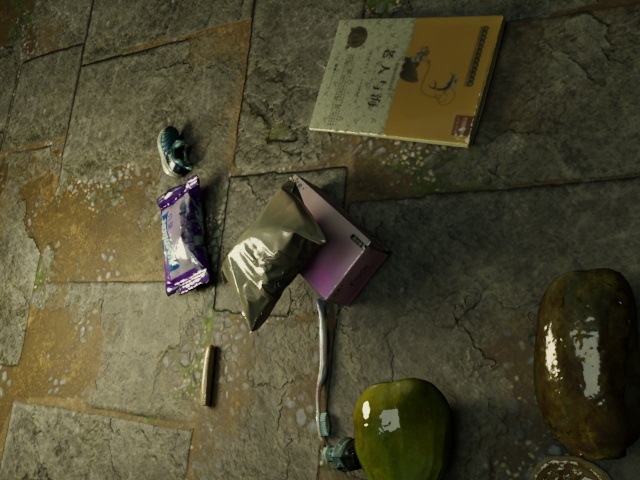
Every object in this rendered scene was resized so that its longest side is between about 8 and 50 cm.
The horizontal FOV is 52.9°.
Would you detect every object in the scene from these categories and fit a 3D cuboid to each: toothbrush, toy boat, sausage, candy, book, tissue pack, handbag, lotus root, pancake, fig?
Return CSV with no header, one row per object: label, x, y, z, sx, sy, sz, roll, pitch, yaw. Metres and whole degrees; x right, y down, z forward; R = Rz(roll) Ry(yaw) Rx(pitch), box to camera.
toothbrush,0.002,0.245,1.259,0.027,0.021,0.269,-7,72,18
toy boat,0.040,0.374,1.125,0.066,0.140,0.059,-3,74,16
sausage,-0.246,0.293,1.403,0.024,0.024,0.132,-6,73,31
candy,-0.325,-0.009,1.517,0.145,0.070,0.275,-22,69,33
book,0.164,-0.334,1.321,0.389,0.032,0.268,11,83,35
tissue pack,0.000,0.000,1.290,0.246,0.092,0.148,44,103,33
handbag,-0.090,0.032,1.217,0.270,0.117,0.182,-54,43,19
lotus root,0.392,0.178,0.948,0.152,0.160,0.274,-5,73,21
pancake,0.380,0.393,0.973,0.140,0.022,0.139,-10,70,29
fig,0.141,0.341,1.073,0.167,0.167,0.233,-4,99,32

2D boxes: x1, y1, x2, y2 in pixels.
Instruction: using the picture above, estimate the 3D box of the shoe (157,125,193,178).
shoe,-0.362,-0.227,1.607,0.071,0.064,0.142,-25,67,26
